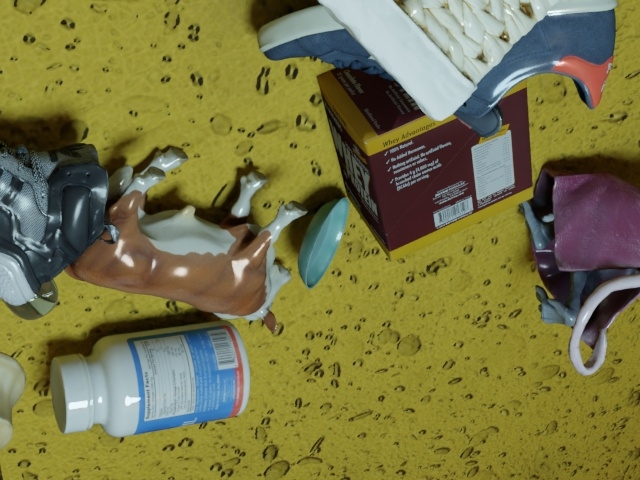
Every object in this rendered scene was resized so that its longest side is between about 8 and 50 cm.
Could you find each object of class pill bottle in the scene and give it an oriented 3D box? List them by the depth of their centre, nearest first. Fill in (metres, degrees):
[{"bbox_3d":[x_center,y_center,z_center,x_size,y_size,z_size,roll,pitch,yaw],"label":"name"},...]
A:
[{"bbox_3d":[-0.208,0.170,1.269,0.222,0.124,0.124,-6,132,-24],"label":"pill bottle"}]

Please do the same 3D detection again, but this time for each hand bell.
[{"bbox_3d":[-0.367,0.250,1.163,0.126,0.242,0.126,-16,135,-17],"label":"hand bell"}]

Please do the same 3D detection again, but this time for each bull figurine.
[{"bbox_3d":[-0.132,0.007,1.179,0.310,0.101,0.188,10,120,-39],"label":"bull figurine"}]

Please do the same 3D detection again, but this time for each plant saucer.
[{"bbox_3d":[0.000,0.000,1.265,0.119,0.021,0.119,-59,164,-28],"label":"plant saucer"}]

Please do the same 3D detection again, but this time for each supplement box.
[{"bbox_3d":[0.122,-0.115,1.186,0.191,0.129,0.194,-24,137,-8],"label":"supplement box"}]

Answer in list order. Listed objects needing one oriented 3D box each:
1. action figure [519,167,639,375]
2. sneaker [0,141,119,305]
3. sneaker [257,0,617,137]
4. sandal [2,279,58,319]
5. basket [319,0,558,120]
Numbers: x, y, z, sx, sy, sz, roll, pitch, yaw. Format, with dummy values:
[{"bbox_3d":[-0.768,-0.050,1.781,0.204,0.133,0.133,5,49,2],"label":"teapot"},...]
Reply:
[{"bbox_3d":[0.462,-0.021,1.387,0.370,0.275,0.248,-12,130,-1],"label":"action figure"},{"bbox_3d":[-0.294,-0.076,0.990,0.153,0.101,0.268,-29,123,-10],"label":"sneaker"},{"bbox_3d":[0.112,-0.171,1.027,0.350,0.131,0.148,-2,105,13],"label":"sneaker"},{"bbox_3d":[-0.330,0.002,1.088,0.072,0.049,0.180,-26,120,-11],"label":"sandal"},{"bbox_3d":[0.031,-0.328,0.786,0.266,0.331,0.328,-43,136,10],"label":"basket"}]
